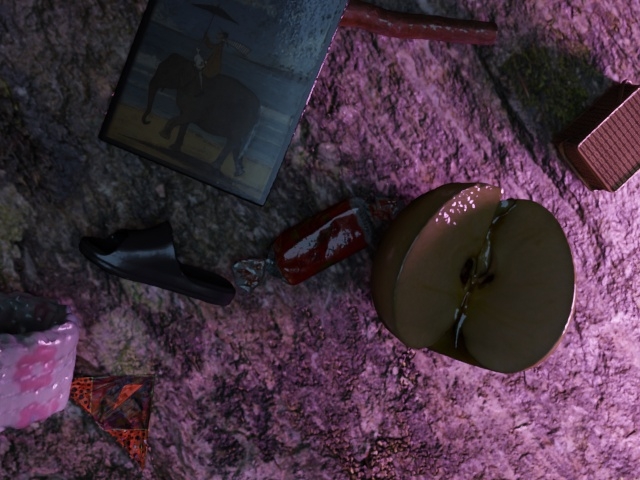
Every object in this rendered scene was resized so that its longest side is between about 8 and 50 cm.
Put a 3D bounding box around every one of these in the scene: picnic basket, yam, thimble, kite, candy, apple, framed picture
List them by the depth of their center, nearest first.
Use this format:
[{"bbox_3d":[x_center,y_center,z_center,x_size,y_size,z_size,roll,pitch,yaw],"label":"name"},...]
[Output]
[{"bbox_3d":[-0.436,0.165,1.154,0.185,0.211,0.149,11,103,-6],"label":"thimble"},{"bbox_3d":[-0.136,-0.253,1.190,0.265,0.016,0.347,24,97,-3],"label":"framed picture"},{"bbox_3d":[0.106,-0.326,1.246,0.326,0.045,0.045,3,81,-14],"label":"yam"},{"bbox_3d":[0.224,0.053,1.269,0.295,0.233,0.258,17,85,-6],"label":"apple"},{"bbox_3d":[0.001,0.001,1.294,0.292,0.059,0.086,-29,109,-4],"label":"candy"},{"bbox_3d":[-0.305,0.251,1.311,0.125,0.008,0.222,-40,109,-1],"label":"kite"},{"bbox_3d":[0.474,-0.166,1.351,0.164,0.079,0.115,-43,109,0],"label":"picnic basket"}]

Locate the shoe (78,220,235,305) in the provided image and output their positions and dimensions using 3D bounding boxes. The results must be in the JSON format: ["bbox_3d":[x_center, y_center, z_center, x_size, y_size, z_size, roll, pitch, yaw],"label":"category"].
[{"bbox_3d":[-0.226,0.018,1.224,0.241,0.108,0.093,21,97,-24],"label":"shoe"}]
